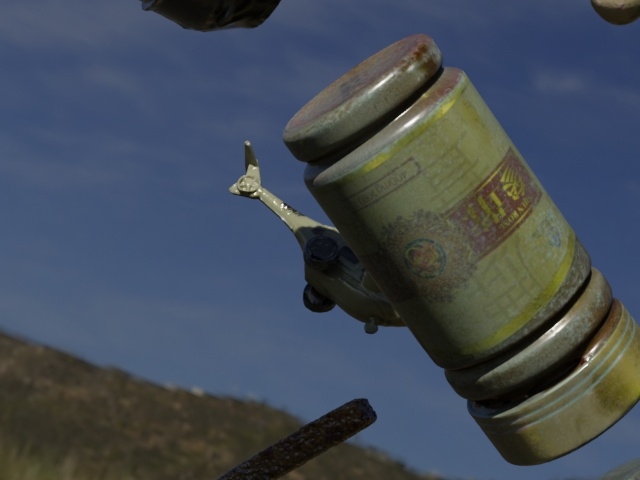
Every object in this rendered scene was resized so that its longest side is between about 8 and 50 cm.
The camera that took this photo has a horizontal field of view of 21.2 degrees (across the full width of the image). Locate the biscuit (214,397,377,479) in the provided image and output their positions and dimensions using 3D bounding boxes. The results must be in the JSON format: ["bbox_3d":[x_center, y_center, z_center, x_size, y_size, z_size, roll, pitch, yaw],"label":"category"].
[{"bbox_3d":[-0.032,0.223,1.795,0.034,0.199,0.064,61,11,8],"label":"biscuit"}]

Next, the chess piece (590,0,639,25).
[{"bbox_3d":[0.379,-0.312,1.931,0.094,0.170,0.094,41,10,-8],"label":"chess piece"}]

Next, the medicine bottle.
[{"bbox_3d":[0.116,0.006,1.341,0.322,0.151,0.151,54,-21,-12],"label":"medicine bottle"}]

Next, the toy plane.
[{"bbox_3d":[0.000,0.000,1.821,0.286,0.108,0.092,36,-31,28],"label":"toy plane"}]

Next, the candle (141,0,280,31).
[{"bbox_3d":[-0.176,-0.330,1.463,0.342,0.221,0.221,24,-13,-17],"label":"candle"}]

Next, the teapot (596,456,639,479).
[{"bbox_3d":[0.303,0.389,1.597,0.253,0.300,0.344,33,-35,13],"label":"teapot"}]
